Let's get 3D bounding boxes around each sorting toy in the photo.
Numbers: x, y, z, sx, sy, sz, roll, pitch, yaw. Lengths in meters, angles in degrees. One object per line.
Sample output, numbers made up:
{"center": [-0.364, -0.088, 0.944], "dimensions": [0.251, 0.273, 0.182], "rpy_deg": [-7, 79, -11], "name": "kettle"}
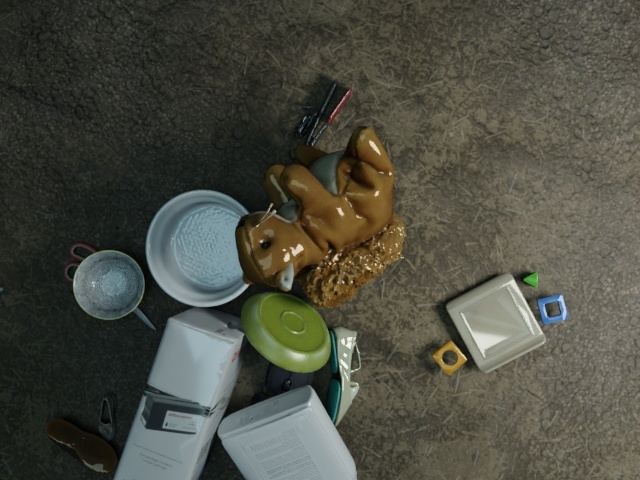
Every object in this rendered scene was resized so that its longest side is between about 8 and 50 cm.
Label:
{"center": [0.429, 0.203, 1.589], "dimensions": [0.348, 0.047, 0.196], "rpy_deg": [-28, 86, 3], "name": "sorting toy"}

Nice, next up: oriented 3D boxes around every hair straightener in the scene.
{"center": [-0.019, -0.303, 1.600], "dimensions": [0.089, 0.047, 0.230], "rpy_deg": [34, 98, 2], "name": "hair straightener"}

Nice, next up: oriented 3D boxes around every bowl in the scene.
{"center": [-0.518, 0.110, 1.598], "dimensions": [0.170, 0.080, 0.170], "rpy_deg": [0, 87, -5], "name": "bowl"}

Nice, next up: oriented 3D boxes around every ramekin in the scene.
{"center": [-0.272, 0.017, 1.572], "dimensions": [0.277, 0.135, 0.277], "rpy_deg": [0, 91, 3], "name": "ramekin"}

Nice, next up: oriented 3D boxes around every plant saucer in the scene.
{"center": [-0.071, 0.203, 1.521], "dimensions": [0.241, 0.241, 0.037], "rpy_deg": [37, 121, 1], "name": "plant saucer"}

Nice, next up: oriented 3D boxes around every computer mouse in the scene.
{"center": [-0.063, 0.324, 1.603], "dimensions": [0.189, 0.072, 0.272], "rpy_deg": [14, 93, 3], "name": "computer mouse"}

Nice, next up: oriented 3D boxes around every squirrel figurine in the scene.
{"center": [0.000, 0.000, 1.454], "dimensions": [0.370, 0.281, 0.397], "rpy_deg": [-48, 121, -27], "name": "squirrel figurine"}

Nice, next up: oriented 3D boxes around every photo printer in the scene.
{"center": [-0.066, 0.522, 1.555], "dimensions": [0.256, 0.107, 0.307], "rpy_deg": [-24, 112, 9], "name": "photo printer"}

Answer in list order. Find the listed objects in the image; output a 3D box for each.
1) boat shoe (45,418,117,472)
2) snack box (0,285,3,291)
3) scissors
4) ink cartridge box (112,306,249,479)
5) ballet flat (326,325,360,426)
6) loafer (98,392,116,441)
{"center": [-0.606, 0.525, 1.641], "dimensions": [0.207, 0.073, 0.073], "rpy_deg": [35, 58, 5], "name": "boat shoe"}
{"center": [-0.991, 0.054, 1.646], "dimensions": [0.187, 0.060, 0.322], "rpy_deg": [-37, 90, 3], "name": "snack box"}
{"center": [-0.526, 0.114, 1.644], "dimensions": [0.297, 0.021, 0.109], "rpy_deg": [30, 91, 2], "name": "scissors"}
{"center": [-0.307, 0.368, 1.510], "dimensions": [0.166, 0.285, 0.394], "rpy_deg": [20, 92, 3], "name": "ink cartridge box"}
{"center": [0.061, 0.338, 1.599], "dimensions": [0.086, 0.086, 0.248], "rpy_deg": [1, 91, 3], "name": "ballet flat"}
{"center": [-0.551, 0.457, 1.648], "dimensions": [0.045, 0.039, 0.125], "rpy_deg": [3, 92, 3], "name": "loafer"}
